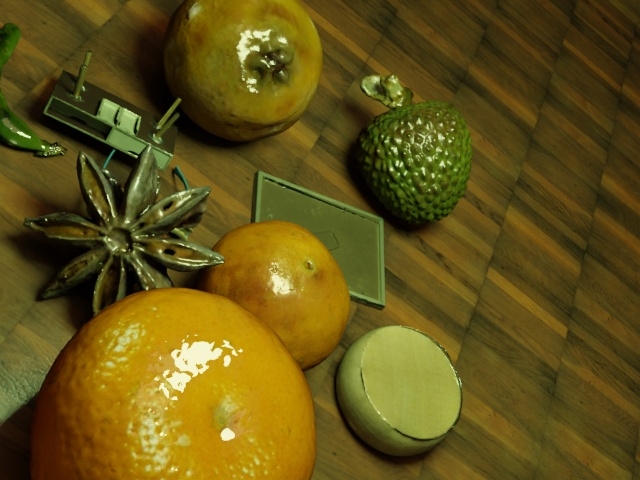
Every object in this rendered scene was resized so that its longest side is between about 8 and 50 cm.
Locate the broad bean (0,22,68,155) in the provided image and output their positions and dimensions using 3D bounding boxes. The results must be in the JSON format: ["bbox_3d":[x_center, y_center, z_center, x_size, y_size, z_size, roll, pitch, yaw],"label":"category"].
[{"bbox_3d":[-0.561,-0.270,1.634,0.144,0.049,0.291,-10,69,-47],"label":"broad bean"}]

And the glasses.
[{"bbox_3d":[-0.329,-0.078,1.676,0.190,0.088,0.220,23,29,-21],"label":"glasses"}]

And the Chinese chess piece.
[{"bbox_3d":[0.150,0.282,1.730,0.250,0.103,0.249,18,52,-25],"label":"Chinese chess piece"}]

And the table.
[{"bbox_3d":[-0.368,-0.248,1.687,0.240,0.111,0.121,26,28,-20],"label":"table"}]

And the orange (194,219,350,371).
[{"bbox_3d":[-0.081,0.099,1.604,0.284,0.226,0.283,22,51,-30],"label":"orange"}]

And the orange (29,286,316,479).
[{"bbox_3d":[-0.212,0.283,1.307,0.424,0.326,0.423,13,67,-33],"label":"orange"}]

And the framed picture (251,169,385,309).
[{"bbox_3d":[0.000,0.000,1.872,0.315,0.024,0.232,21,50,-25],"label":"framed picture"}]

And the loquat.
[{"bbox_3d":[-0.152,-0.357,1.807,0.329,0.328,0.328,19,51,-25],"label":"loquat"}]

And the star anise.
[{"bbox_3d":[-0.315,0.002,1.498,0.331,0.332,0.117,47,2,0],"label":"star anise"}]

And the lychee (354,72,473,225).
[{"bbox_3d":[0.201,-0.194,1.990,0.270,0.270,0.319,11,86,-31],"label":"lychee"}]
